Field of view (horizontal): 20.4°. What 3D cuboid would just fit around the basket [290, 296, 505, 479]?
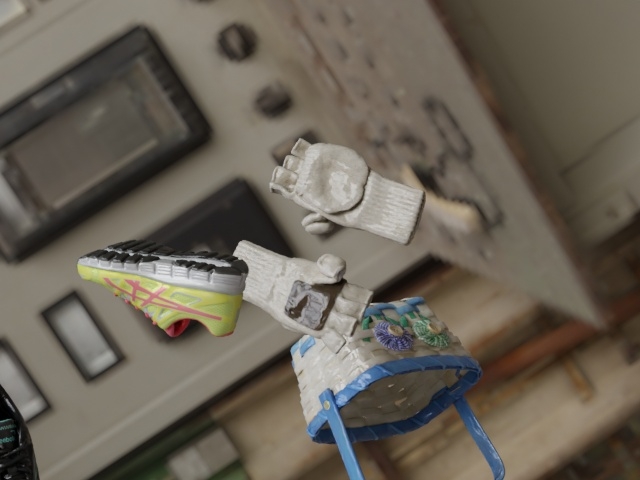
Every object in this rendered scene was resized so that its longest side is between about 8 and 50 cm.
[{"bbox_3d":[0.101,0.226,2.413,0.255,0.201,0.289,-4,-118,-43],"label":"basket"}]

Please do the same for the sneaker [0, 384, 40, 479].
[{"bbox_3d":[-0.390,0.281,2.144,0.267,0.101,0.106,64,150,25],"label":"sneaker"}]

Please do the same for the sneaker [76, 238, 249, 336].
[{"bbox_3d":[-0.174,0.057,1.901,0.208,0.081,0.094,11,110,29],"label":"sneaker"}]

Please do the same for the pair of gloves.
[{"bbox_3d":[0.000,0.000,2.228,0.204,0.240,0.042,29,-176,21],"label":"pair of gloves"}]
